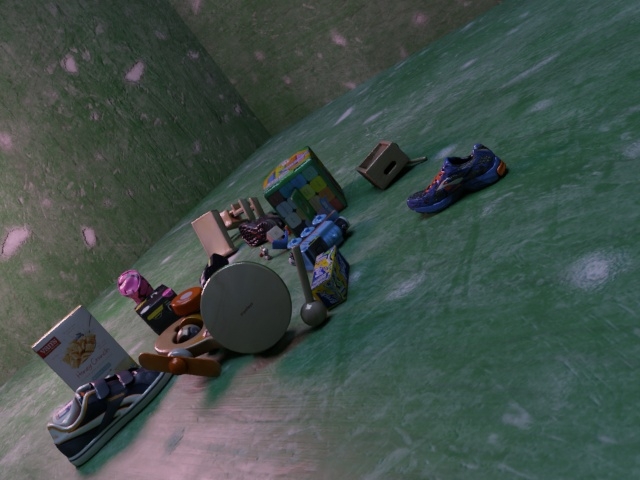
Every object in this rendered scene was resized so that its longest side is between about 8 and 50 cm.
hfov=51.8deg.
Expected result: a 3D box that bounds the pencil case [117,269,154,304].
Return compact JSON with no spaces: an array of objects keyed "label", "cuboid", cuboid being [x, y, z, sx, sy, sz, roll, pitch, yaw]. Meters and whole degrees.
[{"label":"pencil case","cuboid":[-0.579,0.181,2.139,0.095,0.209,0.098,-7,60,10]}]

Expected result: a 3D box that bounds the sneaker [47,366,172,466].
[{"label":"sneaker","cuboid":[-0.498,0.375,1.573,0.321,0.127,0.126,-45,16,-28]}]

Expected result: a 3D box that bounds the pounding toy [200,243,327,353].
[{"label":"pounding toy","cuboid":[-0.116,0.116,1.332,0.237,0.183,0.110,-19,5,8]}]

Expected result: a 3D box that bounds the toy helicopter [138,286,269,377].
[{"label":"toy helicopter","cuboid":[-0.240,0.218,1.453,0.355,0.140,0.235,-6,27,40]}]

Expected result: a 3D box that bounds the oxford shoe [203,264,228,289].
[{"label":"oxford shoe","cuboid":[-0.307,0.150,1.863,0.096,0.083,0.227,-31,16,38]}]

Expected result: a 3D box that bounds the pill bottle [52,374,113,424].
[{"label":"pill bottle","cuboid":[-0.580,0.422,1.668,0.169,0.094,0.094,-40,16,-8]}]

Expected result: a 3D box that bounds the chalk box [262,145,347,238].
[{"label":"chalk box","cuboid":[-0.047,-0.137,1.920,0.179,0.180,0.289,-36,17,7]}]

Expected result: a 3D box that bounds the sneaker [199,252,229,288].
[{"label":"sneaker","cuboid":[-0.331,0.124,2.038,0.097,0.084,0.234,-59,9,17]}]

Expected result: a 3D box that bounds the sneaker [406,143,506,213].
[{"label":"sneaker","cuboid":[0.272,-0.132,1.379,0.221,0.087,0.083,-30,17,26]}]

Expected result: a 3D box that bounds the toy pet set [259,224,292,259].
[{"label":"toy pet set","cuboid":[-0.114,0.006,1.924,0.122,0.065,0.114,-42,-19,-23]}]

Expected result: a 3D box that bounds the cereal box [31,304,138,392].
[{"label":"cereal box","cuboid":[-0.654,0.323,1.836,0.173,0.240,0.047,-46,17,-24]}]

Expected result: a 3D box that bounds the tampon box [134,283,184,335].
[{"label":"tampon box","cuboid":[-0.487,0.215,2.027,0.120,0.101,0.161,-44,17,-17]}]

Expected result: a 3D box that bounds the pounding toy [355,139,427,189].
[{"label":"pounding toy","cuboid":[0.191,-0.208,1.790,0.141,0.100,0.130,-49,15,1]}]

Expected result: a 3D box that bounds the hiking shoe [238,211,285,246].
[{"label":"hiking shoe","cuboid":[-0.179,-0.042,2.151,0.114,0.086,0.227,-32,16,-33]}]

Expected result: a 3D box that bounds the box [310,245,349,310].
[{"label":"box","cuboid":[0.021,0.077,1.391,0.054,0.059,0.169,-32,17,17]}]

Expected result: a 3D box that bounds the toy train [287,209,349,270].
[{"label":"toy train","cuboid":[0.000,0.000,1.630,0.184,0.080,0.105,-44,26,-28]}]

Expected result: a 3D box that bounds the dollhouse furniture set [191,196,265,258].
[{"label":"dollhouse furniture set","cuboid":[-0.328,-0.030,2.386,0.212,0.161,0.242,-29,-4,27]}]
